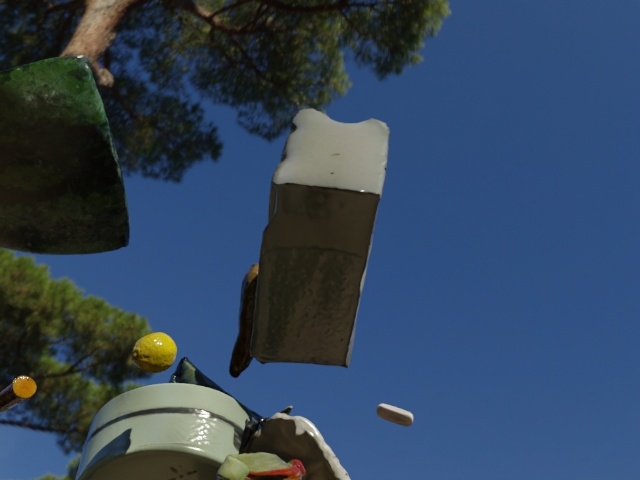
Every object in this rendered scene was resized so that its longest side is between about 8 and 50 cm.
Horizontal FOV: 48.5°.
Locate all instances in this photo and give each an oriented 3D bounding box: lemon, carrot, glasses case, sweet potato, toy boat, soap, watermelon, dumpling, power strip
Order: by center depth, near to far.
[{"bbox_3d":[-0.053,0.229,0.634,0.071,0.089,0.185,30,-23,10],"label":"toy boat"},{"bbox_3d":[-0.398,-0.099,0.956,0.283,0.292,0.250,-5,-84,-4],"label":"watermelon"},{"bbox_3d":[-0.048,0.387,1.045,0.163,0.204,0.293,-9,-50,-27],"label":"dumpling"},{"bbox_3d":[-0.263,0.178,1.133,0.065,0.092,0.065,1,-88,28],"label":"lemon"},{"bbox_3d":[-0.259,0.424,1.298,0.358,0.161,0.357,-1,-56,-2],"label":"power strip"},{"bbox_3d":[-0.617,0.312,1.410,0.048,0.048,0.139,43,-52,-19],"label":"carrot"},{"bbox_3d":[0.000,0.000,1.457,0.213,0.350,0.435,11,-52,4],"label":"soap"},{"bbox_3d":[0.163,0.383,1.559,0.083,0.021,0.032,13,-73,20],"label":"glasses case"},{"bbox_3d":[-0.163,0.187,1.662,0.075,0.075,0.273,10,-101,0],"label":"sweet potato"}]

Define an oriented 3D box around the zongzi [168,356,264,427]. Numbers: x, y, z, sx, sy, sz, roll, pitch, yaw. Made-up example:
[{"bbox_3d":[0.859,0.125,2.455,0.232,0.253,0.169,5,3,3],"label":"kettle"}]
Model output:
[{"bbox_3d":[-0.307,0.531,1.709,0.383,0.319,0.362,-46,-34,-15],"label":"zongzi"}]
